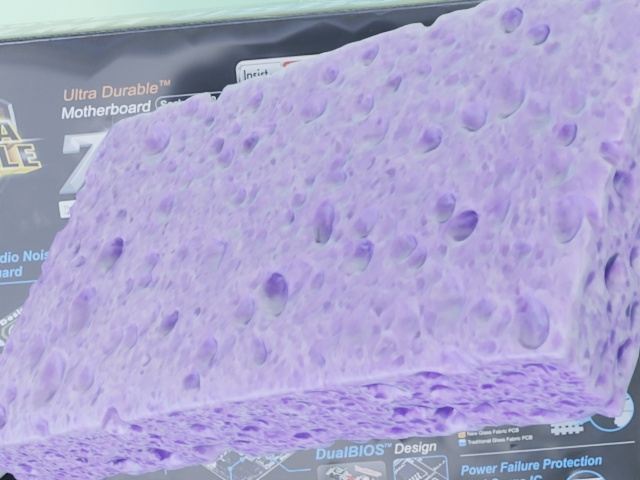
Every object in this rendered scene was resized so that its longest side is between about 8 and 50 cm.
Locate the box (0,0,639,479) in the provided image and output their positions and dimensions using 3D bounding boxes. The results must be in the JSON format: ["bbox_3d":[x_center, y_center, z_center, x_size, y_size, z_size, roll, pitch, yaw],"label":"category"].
[{"bbox_3d":[-0.016,0.057,0.665,0.073,0.295,0.293,-79,-16,-79],"label":"box"}]

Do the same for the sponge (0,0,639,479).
[{"bbox_3d":[0.000,0.000,0.449,0.210,0.117,0.031,-13,136,42],"label":"sponge"}]
